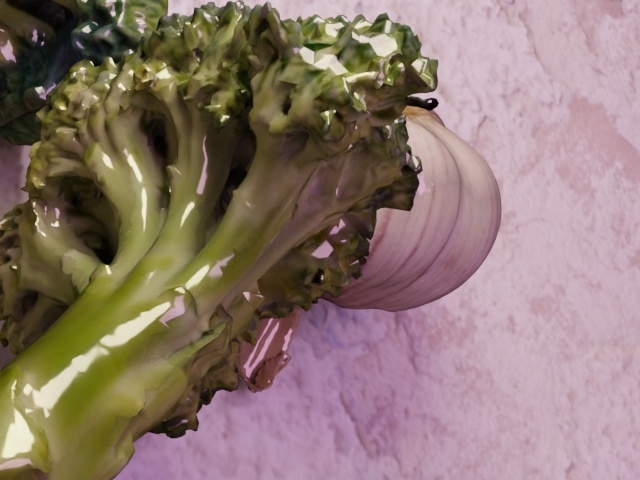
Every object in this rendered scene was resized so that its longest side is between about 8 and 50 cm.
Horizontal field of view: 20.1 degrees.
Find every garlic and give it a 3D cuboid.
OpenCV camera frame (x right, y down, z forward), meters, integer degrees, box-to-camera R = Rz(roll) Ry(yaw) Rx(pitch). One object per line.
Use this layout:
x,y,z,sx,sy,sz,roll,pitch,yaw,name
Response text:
0.000,0.000,1.379,0.245,0.245,0.253,16,101,-35,garlic

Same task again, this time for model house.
-0.232,-0.187,1.229,0.211,0.194,0.170,22,64,-33,model house

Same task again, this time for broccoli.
-0.121,0.049,1.115,0.275,0.353,0.397,21,67,12,broccoli
